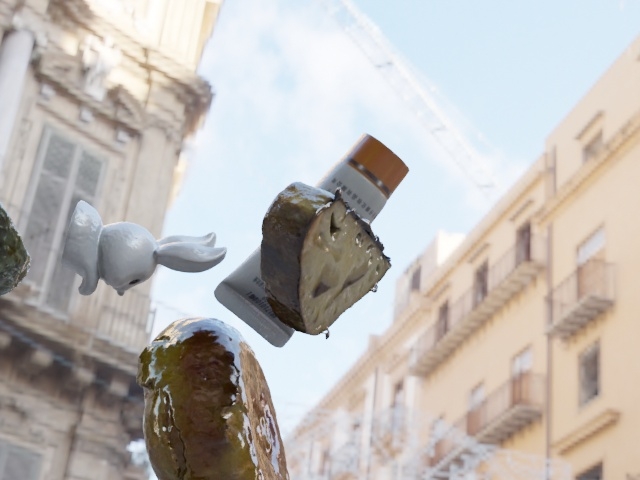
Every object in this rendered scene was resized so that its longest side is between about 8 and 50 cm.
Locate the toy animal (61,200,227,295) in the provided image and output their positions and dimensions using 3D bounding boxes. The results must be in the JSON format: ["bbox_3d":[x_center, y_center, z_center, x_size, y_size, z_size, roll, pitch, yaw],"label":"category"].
[{"bbox_3d":[-0.252,0.030,1.667,0.220,0.131,0.104,14,-2,-10],"label":"toy animal"}]

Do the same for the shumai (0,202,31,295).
[{"bbox_3d":[-0.582,0.009,1.803,0.218,0.189,0.256,-28,-42,-17],"label":"shumai"}]

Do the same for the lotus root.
[{"bbox_3d":[0.002,0.031,1.443,0.074,0.170,0.261,21,-19,27],"label":"lotus root"}]

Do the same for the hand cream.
[{"bbox_3d":[0.000,0.000,1.626,0.140,0.314,0.089,45,-8,-27],"label":"hand cream"}]

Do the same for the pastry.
[{"bbox_3d":[-0.151,0.277,1.712,0.163,0.356,0.356,-17,-33,3],"label":"pastry"}]
